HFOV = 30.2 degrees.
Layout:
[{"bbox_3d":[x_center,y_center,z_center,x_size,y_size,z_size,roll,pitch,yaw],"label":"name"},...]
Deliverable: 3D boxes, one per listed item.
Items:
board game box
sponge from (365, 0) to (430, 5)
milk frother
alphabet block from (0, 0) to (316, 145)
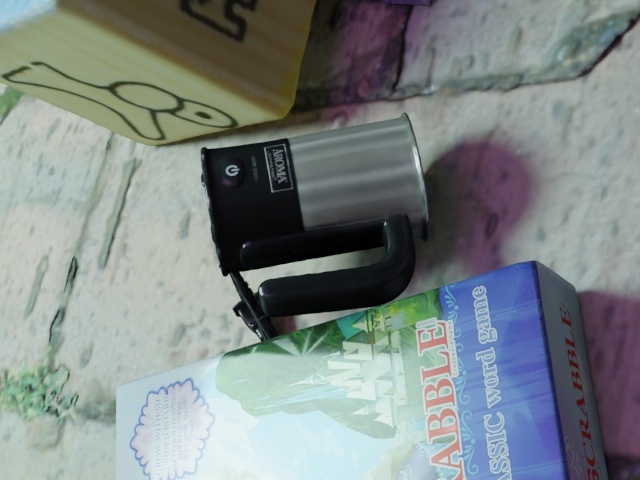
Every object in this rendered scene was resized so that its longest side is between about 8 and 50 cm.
[{"bbox_3d":[0.016,0.205,0.690,0.318,0.066,0.318,-20,61,29],"label":"board game box"},{"bbox_3d":[0.060,-0.278,0.881,0.117,0.031,0.210,12,79,39],"label":"sponge"},{"bbox_3d":[0.000,0.000,0.776,0.135,0.143,0.129,-9,74,-1],"label":"milk frother"},{"bbox_3d":[-0.133,-0.197,0.858,0.192,0.197,0.193,-3,70,48],"label":"alphabet block"}]
